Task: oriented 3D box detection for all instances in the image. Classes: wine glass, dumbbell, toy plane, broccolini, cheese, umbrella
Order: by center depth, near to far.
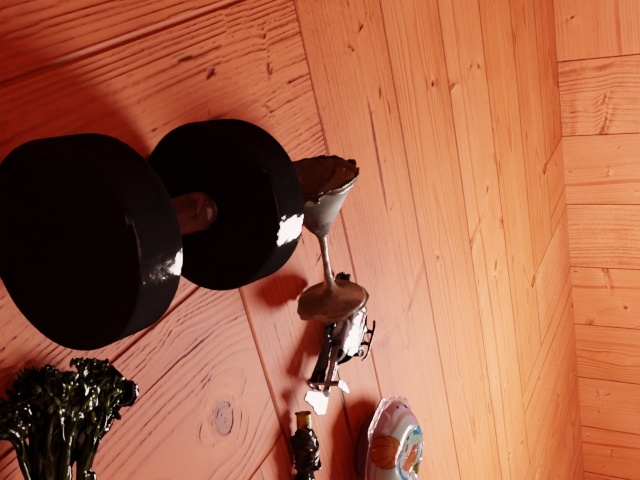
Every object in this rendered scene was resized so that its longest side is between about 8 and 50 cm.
[{"bbox_3d":[-0.129,-0.016,0.551,0.218,0.152,0.152,-22,111,-57],"label":"dumbbell"},{"bbox_3d":[-0.177,0.211,0.573,0.123,0.062,0.271,-35,117,-36],"label":"broccolini"},{"bbox_3d":[0.000,0.000,0.828,0.122,0.122,0.183,-46,136,-49],"label":"wine glass"},{"bbox_3d":[-0.018,0.290,0.874,0.037,0.040,0.144,-8,98,-51],"label":"umbrella"},{"bbox_3d":[0.024,0.145,0.931,0.078,0.053,0.197,48,50,-40],"label":"toy plane"},{"bbox_3d":[0.118,0.358,1.078,0.189,0.074,0.286,-56,138,-40],"label":"cheese"}]
